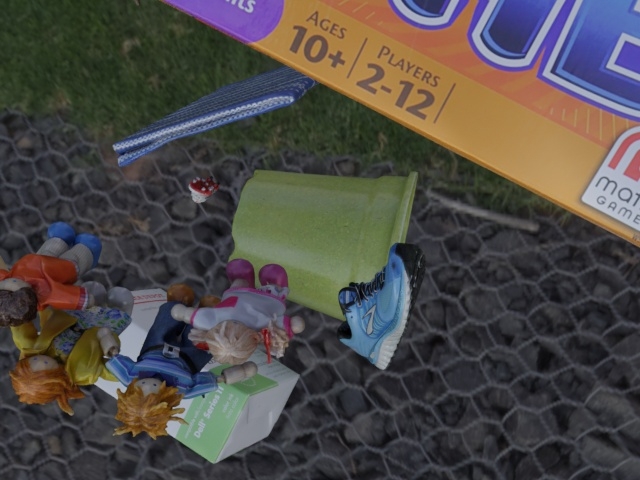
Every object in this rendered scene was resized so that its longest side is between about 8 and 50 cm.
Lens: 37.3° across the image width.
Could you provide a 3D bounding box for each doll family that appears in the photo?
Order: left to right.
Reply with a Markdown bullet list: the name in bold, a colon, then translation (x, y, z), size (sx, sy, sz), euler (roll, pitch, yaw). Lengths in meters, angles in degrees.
- **doll family**: translation (-0.145, 0.083, 0.742), size (0.263, 0.163, 0.118), euler (9, 113, 5)

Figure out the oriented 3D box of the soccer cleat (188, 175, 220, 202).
- **soccer cleat**: translation (-0.155, -0.063, 1.222), size (0.029, 0.083, 0.035), euler (40, 103, 1)

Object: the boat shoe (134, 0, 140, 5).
- **boat shoe**: translation (-0.162, -0.289, 0.898), size (0.123, 0.324, 0.116), euler (-12, 88, 40)

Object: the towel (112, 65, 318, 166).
- **towel**: translation (-0.085, -0.175, 1.191), size (0.243, 0.336, 0.040), euler (-15, 105, 22)

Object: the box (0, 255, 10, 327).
- **box**: translation (-0.499, 0.059, 1.267), size (0.164, 0.021, 0.201), euler (-11, 40, -34)

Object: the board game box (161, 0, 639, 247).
- **board game box**: translation (0.158, -0.268, 0.684), size (0.356, 0.356, 0.356), euler (28, 111, 2)

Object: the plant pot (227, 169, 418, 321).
- **plant pot**: translation (0.000, 0.000, 1.479), size (0.254, 0.276, 0.276), euler (13, 72, 7)

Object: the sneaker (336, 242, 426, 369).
- **sneaker**: translation (0.051, 0.062, 0.906), size (0.073, 0.162, 0.063), euler (21, 45, 4)

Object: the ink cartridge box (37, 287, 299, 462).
- **ink cartridge box**: translation (-0.234, 0.174, 1.427), size (0.353, 0.207, 0.119), euler (29, 99, 17)
